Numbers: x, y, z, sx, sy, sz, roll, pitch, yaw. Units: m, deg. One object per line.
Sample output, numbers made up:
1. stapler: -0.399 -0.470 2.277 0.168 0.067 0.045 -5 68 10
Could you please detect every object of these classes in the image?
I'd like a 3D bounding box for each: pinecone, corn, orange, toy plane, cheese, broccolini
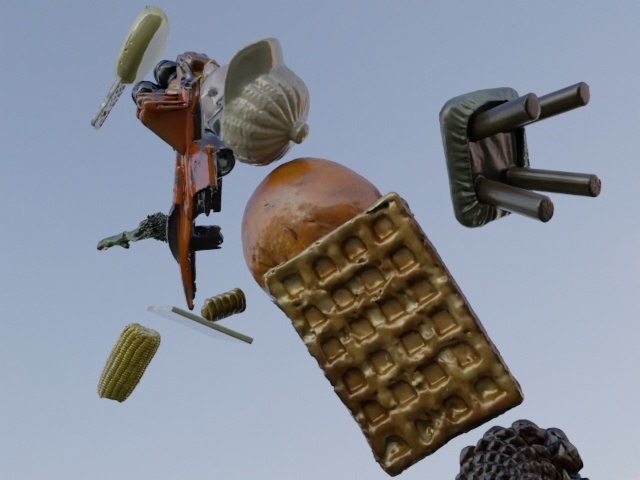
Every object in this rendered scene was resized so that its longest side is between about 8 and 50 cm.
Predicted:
1. pinecone: 0.303 0.358 1.088 0.208 0.207 0.207 -3 -43 -3
2. corn: -0.392 0.250 1.536 0.085 0.063 0.165 23 -85 -42
3. orange: 0.000 0.000 1.269 0.226 0.284 0.284 -37 -30 -33
4. toy plane: -0.094 -0.037 0.577 0.062 0.135 0.188 -16 -68 -17
5. cheese: -0.369 -0.322 1.440 0.050 0.255 0.127 28 -10 1
6. broccolini: -0.357 -0.015 1.442 0.216 0.058 0.067 -11 -30 44

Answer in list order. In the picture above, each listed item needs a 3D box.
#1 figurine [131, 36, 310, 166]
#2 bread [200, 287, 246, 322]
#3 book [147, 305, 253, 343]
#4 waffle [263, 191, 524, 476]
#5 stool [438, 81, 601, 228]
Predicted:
1. figurine: -0.162 -0.229 1.307 0.332 0.185 0.204 4 -39 48
2. bread: -0.170 0.116 1.333 0.088 0.034 0.049 -15 -64 -36
3. book: -0.301 0.203 1.847 0.208 0.020 0.295 26 -14 -19
4. waffle: 0.093 0.121 0.960 0.213 0.308 0.091 -33 -7 10
5. stool: 0.451 -0.197 1.699 0.310 0.310 0.226 -20 13 -39
